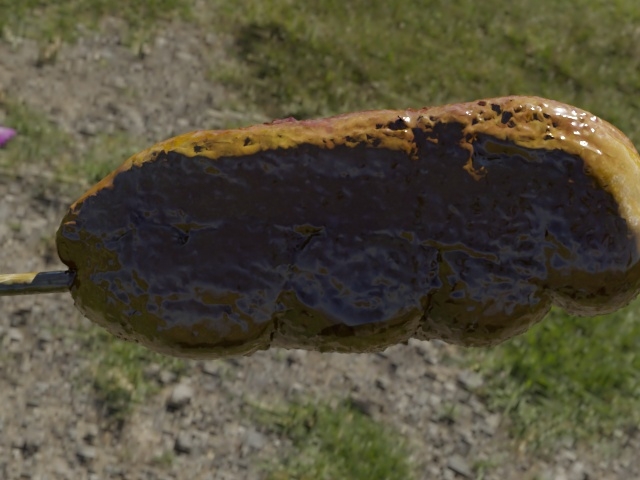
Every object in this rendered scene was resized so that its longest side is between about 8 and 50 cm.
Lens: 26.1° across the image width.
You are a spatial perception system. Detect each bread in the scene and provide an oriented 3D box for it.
[{"bbox_3d":[-0.001,0.000,0.700,0.344,0.124,0.084,-6,-1,4],"label":"bread"}]
